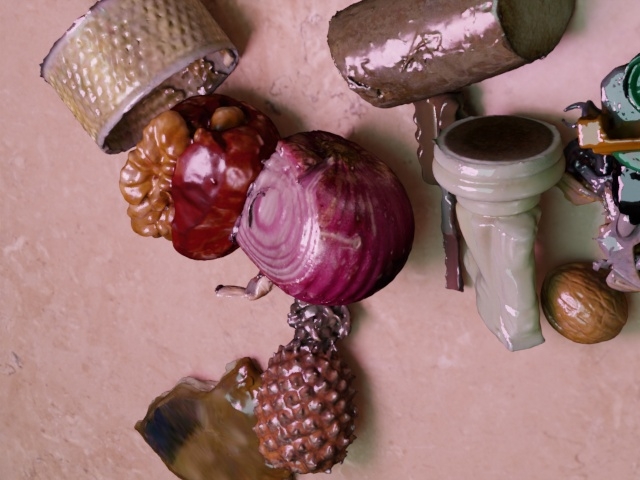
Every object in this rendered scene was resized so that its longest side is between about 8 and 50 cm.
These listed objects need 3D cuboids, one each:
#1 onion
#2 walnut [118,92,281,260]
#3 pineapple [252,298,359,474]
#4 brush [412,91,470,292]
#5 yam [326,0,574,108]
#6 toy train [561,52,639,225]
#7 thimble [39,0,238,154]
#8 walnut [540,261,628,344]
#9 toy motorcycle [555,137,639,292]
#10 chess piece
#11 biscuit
[{"bbox_3d":[0.019,-0.020,1.647,0.230,0.256,0.272,35,143,24],"label":"onion"},{"bbox_3d":[-0.180,-0.086,1.753,0.222,0.243,0.269,47,140,34],"label":"walnut"},{"bbox_3d":[-0.021,0.182,1.831,0.175,0.175,0.361,7,103,32],"label":"pineapple"},{"bbox_3d":[0.182,-0.066,1.650,0.084,0.071,0.301,14,122,44],"label":"brush"},{"bbox_3d":[0.170,-0.277,1.503,0.304,0.168,0.168,-13,101,37],"label":"yam"},{"bbox_3d":[0.488,-0.109,1.336,0.429,0.178,0.249,0,103,29],"label":"toy train"},{"bbox_3d":[-0.263,-0.263,1.739,0.150,0.271,0.271,52,128,4],"label":"thimble"},{"bbox_3d":[0.352,0.083,1.570,0.124,0.105,0.105,42,126,5],"label":"walnut"},{"bbox_3d":[0.379,-0.023,1.513,0.229,0.094,0.130,51,133,19],"label":"toy motorcycle"},{"bbox_3d":[0.239,-0.005,1.558,0.175,0.176,0.298,11,123,30],"label":"chess piece"},{"bbox_3d":[-0.182,0.328,2.041,0.329,0.078,0.335,25,123,18],"label":"biscuit"}]
